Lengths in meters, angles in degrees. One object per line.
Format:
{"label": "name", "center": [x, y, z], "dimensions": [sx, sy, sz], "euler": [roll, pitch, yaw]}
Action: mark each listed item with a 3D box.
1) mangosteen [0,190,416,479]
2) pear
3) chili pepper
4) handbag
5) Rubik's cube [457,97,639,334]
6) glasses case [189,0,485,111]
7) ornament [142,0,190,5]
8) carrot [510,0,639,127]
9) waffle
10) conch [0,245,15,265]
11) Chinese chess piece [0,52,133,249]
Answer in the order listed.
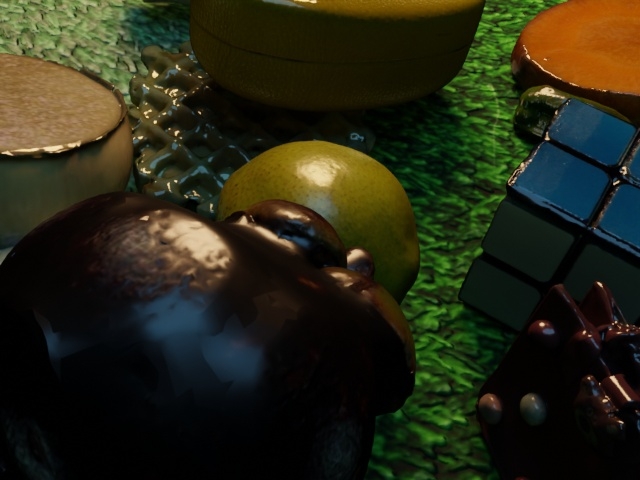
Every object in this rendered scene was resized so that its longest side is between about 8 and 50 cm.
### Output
{"label": "mangosteen", "center": [-0.070, 0.087, 0.476], "dimensions": [0.287, 0.287, 0.233], "euler": [-3, 84, -11]}
{"label": "pear", "center": [0.000, 0.000, 0.678], "dimensions": [0.198, 0.198, 0.198], "euler": [4, 51, -5]}
{"label": "chili pepper", "center": [0.343, -0.137, 0.917], "dimensions": [0.204, 0.072, 0.073], "euler": [24, 39, 15]}
{"label": "handbag", "center": [0.203, 0.165, 0.563], "dimensions": [0.074, 0.216, 0.203], "euler": [-8, 55, -13]}
{"label": "Rubik's cube", "center": [0.263, -0.005, 0.732], "dimensions": [0.167, 0.180, 0.183], "euler": [31, 51, 17]}
{"label": "glasses case", "center": [0.036, -0.238, 0.844], "dimensions": [0.371, 0.141, 0.173], "euler": [-14, 46, -32]}
{"label": "ornament", "center": [-0.113, -0.373, 1.010], "dimensions": [0.285, 0.120, 0.130], "euler": [3, 71, -7]}
{"label": "carrot", "center": [0.417, -0.251, 1.008], "dimensions": [0.307, 0.100, 0.258], "euler": [-2, 49, -8]}
{"label": "waffle", "center": [-0.080, -0.132, 0.857], "dimensions": [0.292, 0.056, 0.309], "euler": [0, 50, -12]}
{"label": "conch", "center": [-0.245, 0.094, 0.610], "dimensions": [0.221, 0.121, 0.185], "euler": [2, 61, -12]}
{"label": "Chinese chess piece", "center": [-0.319, -0.094, 0.704], "dimensions": [0.270, 0.112, 0.270], "euler": [11, 28, -6]}
